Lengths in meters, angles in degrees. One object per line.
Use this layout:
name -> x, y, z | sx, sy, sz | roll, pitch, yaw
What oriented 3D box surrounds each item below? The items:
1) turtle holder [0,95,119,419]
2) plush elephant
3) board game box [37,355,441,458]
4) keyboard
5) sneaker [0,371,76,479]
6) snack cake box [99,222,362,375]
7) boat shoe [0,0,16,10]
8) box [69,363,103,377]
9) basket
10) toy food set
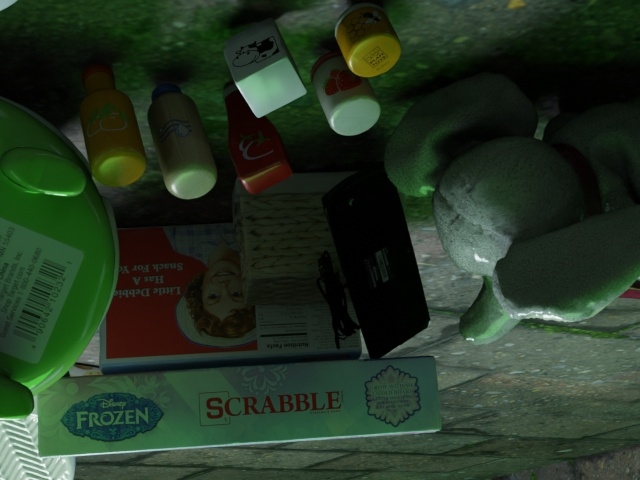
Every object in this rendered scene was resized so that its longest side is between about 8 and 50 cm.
turtle holder -> -0.312, 0.005, 0.796 | 0.320, 0.244, 0.227 | -7, -174, -7
plush elephant -> 0.201, -0.009, 0.853 | 0.255, 0.272, 0.330 | -16, 132, -7
board game box -> -0.078, 0.155, 0.989 | 0.317, 0.066, 0.319 | -3, 170, -7
keyboard -> 0.036, 0.023, 0.967 | 0.100, 0.038, 0.192 | -29, 125, -18
sneaker -> -0.321, 0.086, 1.036 | 0.131, 0.148, 0.350 | -9, 120, -10
snack cake box -> -0.096, 0.065, 1.123 | 0.264, 0.152, 0.089 | -2, 160, -5
boat shoe -> -0.327, -0.151, 0.518 | 0.366, 0.136, 0.156 | 6, 157, -18
box -> -0.441, 0.204, 1.545 | 0.063, 0.067, 0.324 | -21, 153, 38
basket -> 0.000, 0.000, 1.040 | 0.167, 0.103, 0.113 | -3, 161, -7
toy food set -> -0.056, -0.113, 0.785 | 0.232, 0.105, 0.111 | -26, 142, 7
